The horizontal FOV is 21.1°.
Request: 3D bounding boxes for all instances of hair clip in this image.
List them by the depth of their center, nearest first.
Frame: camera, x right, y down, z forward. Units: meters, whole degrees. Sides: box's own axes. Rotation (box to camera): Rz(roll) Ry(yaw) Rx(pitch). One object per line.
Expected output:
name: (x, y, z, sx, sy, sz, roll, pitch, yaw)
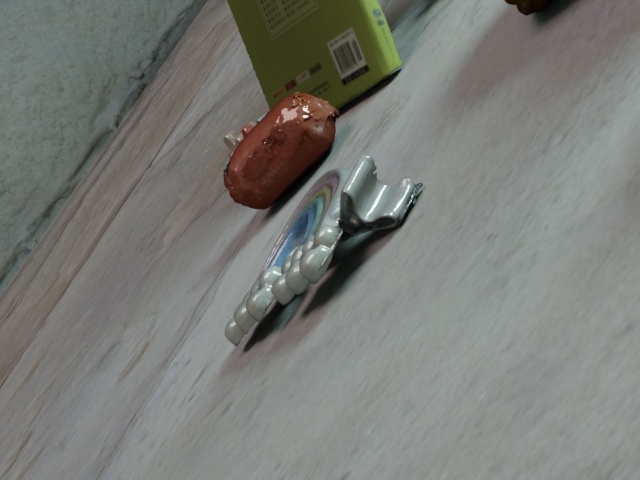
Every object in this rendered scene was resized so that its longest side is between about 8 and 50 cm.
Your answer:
hair clip: (0.000, 0.000, 1.366, 0.220, 0.054, 0.140, -38, 24, 56)
hair clip: (-0.063, -0.100, 1.819, 0.056, 0.062, 0.214, -29, 4, -12)

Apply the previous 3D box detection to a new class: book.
book: (-0.039, -0.296, 1.744, 0.035, 0.352, 0.239, -20, -2, -29)

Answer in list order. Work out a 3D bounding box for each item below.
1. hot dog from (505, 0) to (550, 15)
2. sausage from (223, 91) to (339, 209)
hot dog: (0.212, -0.309, 1.321, 0.272, 0.122, 0.196, -47, 16, 22)
sausage: (-0.038, -0.089, 1.676, 0.141, 0.076, 0.076, -43, 15, 31)
